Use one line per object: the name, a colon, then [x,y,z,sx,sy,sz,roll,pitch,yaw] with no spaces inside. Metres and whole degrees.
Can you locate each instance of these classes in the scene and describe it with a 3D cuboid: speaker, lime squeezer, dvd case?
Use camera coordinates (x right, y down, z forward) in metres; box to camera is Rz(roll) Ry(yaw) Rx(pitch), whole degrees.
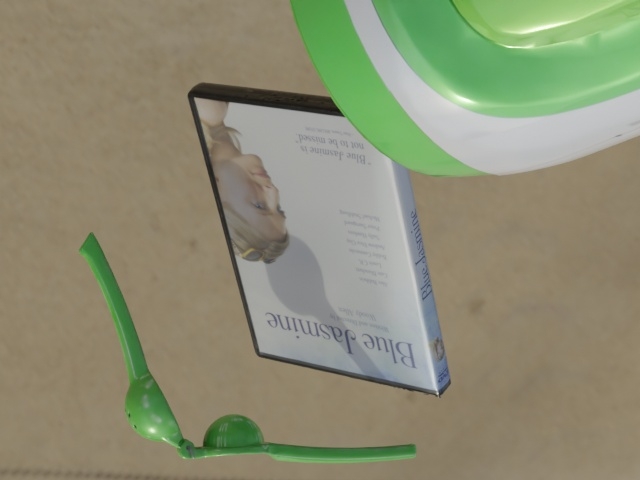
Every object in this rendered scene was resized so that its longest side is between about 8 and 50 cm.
speaker: [0.134,-0.114,0.494,0.296,0.131,0.131,-21,151,35]
lime squeezer: [-0.080,0.126,1.438,0.110,0.310,0.059,-59,-174,-25]
dvd case: [0.000,0.000,1.412,0.022,0.180,0.253,-46,134,-42]
